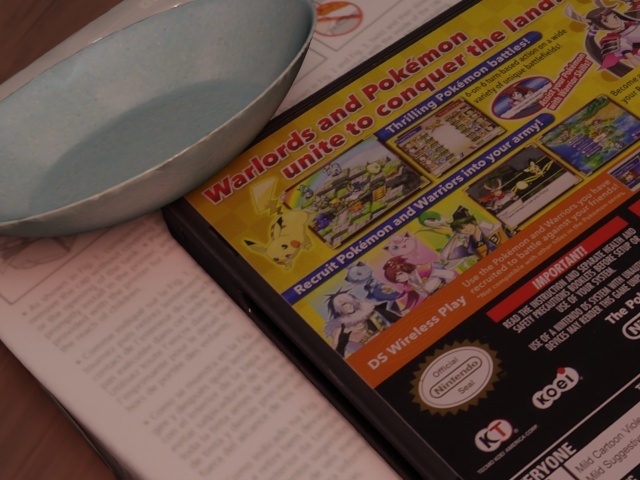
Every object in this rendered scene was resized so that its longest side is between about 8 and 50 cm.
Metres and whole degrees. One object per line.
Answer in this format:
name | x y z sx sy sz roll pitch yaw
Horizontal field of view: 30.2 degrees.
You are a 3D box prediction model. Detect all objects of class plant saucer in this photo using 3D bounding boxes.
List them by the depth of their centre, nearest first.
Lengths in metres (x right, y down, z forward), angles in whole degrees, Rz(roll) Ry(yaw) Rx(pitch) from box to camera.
plant saucer | -0.084 -0.052 0.540 0.195 0.037 0.195 -21 29 12

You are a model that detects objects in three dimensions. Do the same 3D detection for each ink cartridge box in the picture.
ink cartridge box | 0.000 0.000 0.590 0.385 0.091 0.308 33 62 33

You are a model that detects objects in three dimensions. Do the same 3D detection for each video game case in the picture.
video game case | 0.110 -0.015 0.503 0.275 0.035 0.248 -34 53 -18
